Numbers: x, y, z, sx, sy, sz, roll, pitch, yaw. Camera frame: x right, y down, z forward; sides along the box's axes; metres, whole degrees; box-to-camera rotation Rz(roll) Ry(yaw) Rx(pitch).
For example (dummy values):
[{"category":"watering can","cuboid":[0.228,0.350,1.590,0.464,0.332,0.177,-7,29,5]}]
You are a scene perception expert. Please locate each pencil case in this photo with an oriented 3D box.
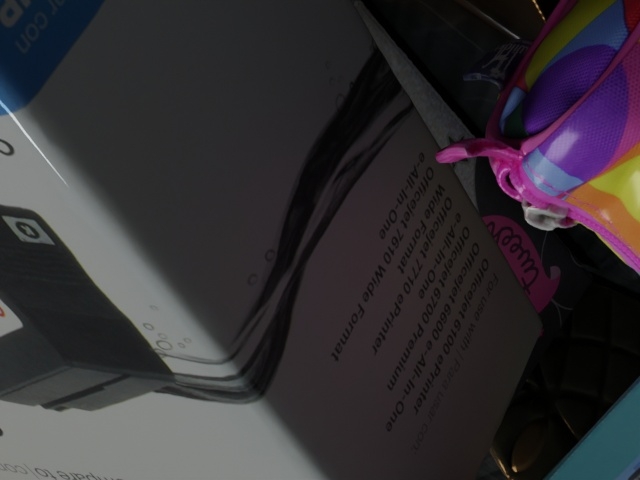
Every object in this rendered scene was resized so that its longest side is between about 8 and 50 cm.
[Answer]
[{"category":"pencil case","cuboid":[0.152,0.005,0.531,0.236,0.104,0.104,37,171,-14]}]

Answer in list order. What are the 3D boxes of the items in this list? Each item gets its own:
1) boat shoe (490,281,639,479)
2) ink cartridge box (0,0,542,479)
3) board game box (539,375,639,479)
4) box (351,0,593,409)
[{"category":"boat shoe","cuboid":[0.140,0.084,0.985,0.120,0.123,0.324,37,-179,-45]},{"category":"ink cartridge box","cuboid":[-0.096,-0.024,0.572,0.223,0.129,0.307,1,140,37]},{"category":"board game box","cuboid":[0.096,0.151,0.683,0.079,0.254,0.336,43,-168,14]},{"category":"box","cuboid":[0.000,0.000,0.876,0.142,0.163,0.247,23,164,46]}]
